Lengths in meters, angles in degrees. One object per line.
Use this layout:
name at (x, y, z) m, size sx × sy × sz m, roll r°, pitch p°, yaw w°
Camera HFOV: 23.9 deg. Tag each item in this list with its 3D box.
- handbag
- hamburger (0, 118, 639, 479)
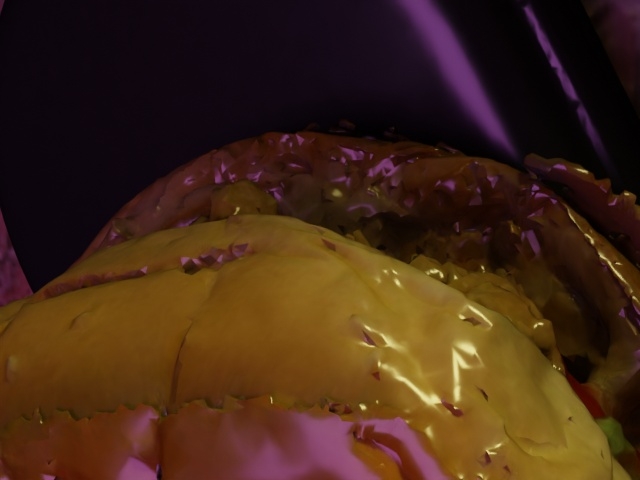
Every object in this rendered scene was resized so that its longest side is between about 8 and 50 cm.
handbag at (0.001, 0.000, 0.539) m, size 0.254 × 0.093 × 0.308 m, roll -26°, pitch 91°, yaw 39°
hamburger at (-0.005, 0.094, 0.414) m, size 0.244 × 0.163 × 0.244 m, roll 13°, pitch 113°, yaw 32°
